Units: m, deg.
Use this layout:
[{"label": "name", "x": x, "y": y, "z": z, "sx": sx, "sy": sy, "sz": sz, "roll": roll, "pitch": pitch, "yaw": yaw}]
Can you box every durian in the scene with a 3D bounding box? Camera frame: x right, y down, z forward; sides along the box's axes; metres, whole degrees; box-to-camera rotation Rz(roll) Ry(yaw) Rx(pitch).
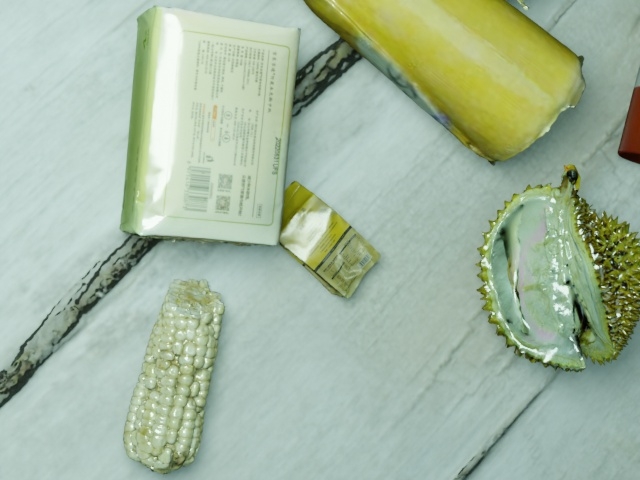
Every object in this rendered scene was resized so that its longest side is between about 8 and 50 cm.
[{"label": "durian", "x": 0.294, "y": 0.026, "z": 1.237, "sx": 0.137, "sy": 0.193, "sz": 0.237, "roll": -16, "pitch": 116, "yaw": -58}]

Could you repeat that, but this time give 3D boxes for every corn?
[{"label": "corn", "x": -0.155, "y": 0.146, "z": 1.130, "sx": 0.087, "sy": 0.087, "sz": 0.211, "roll": 14, "pitch": 91, "yaw": -19}]

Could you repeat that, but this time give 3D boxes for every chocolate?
[{"label": "chocolate", "x": 0.078, "y": -0.262, "z": 1.156, "sx": 0.445, "sy": 0.162, "sz": 0.162, "roll": 34, "pitch": 83, "yaw": -13}]

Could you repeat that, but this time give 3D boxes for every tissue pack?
[{"label": "tissue pack", "x": -0.119, "y": -0.113, "z": 1.100, "sx": 0.159, "sy": 0.125, "sz": 0.234, "roll": 4, "pitch": 92, "yaw": -20}]

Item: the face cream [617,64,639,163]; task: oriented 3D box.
[{"label": "face cream", "x": 0.441, "y": -0.200, "z": 1.294, "sx": 0.095, "sy": 0.096, "sz": 0.214, "roll": 15, "pitch": 90, "yaw": -19}]

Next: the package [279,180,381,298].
[{"label": "package", "x": 0.000, "y": 0.000, "z": 1.189, "sx": 0.131, "sy": 0.047, "sz": 0.071, "roll": 45, "pitch": 83, "yaw": -18}]

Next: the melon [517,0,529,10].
[{"label": "melon", "x": 0.216, "y": -0.354, "z": 1.184, "sx": 0.139, "sy": 0.139, "sz": 0.192, "roll": -7, "pitch": 89, "yaw": -18}]
